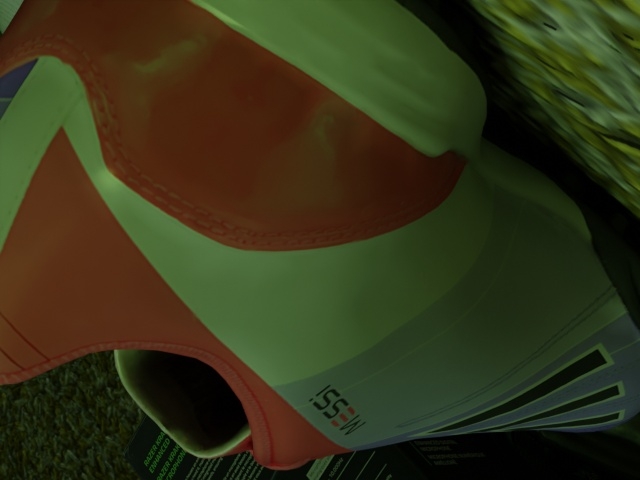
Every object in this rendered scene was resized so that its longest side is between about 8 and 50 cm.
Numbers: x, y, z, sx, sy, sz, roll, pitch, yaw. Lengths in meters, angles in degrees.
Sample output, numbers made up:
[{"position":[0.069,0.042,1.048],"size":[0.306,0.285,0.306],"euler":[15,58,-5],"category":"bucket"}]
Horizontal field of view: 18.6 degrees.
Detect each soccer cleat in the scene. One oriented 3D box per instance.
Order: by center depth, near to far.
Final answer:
[{"position":[0.008,0.011,0.505],"size":[0.108,0.116,0.318],"euler":[35,179,27],"category":"soccer cleat"}]

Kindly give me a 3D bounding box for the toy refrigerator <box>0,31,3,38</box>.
[{"position":[-0.173,-0.086,0.855],"size":[0.094,0.102,0.269],"euler":[5,176,23],"category":"toy refrigerator"}]

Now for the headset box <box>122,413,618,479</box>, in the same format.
[{"position":[0.075,0.138,1.005],"size":[0.246,0.131,0.283],"euler":[5,-148,-47],"category":"headset box"}]

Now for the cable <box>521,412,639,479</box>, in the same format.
[{"position":[0.195,0.097,0.937],"size":[0.287,0.072,0.139],"euler":[24,174,-9],"category":"cable"}]

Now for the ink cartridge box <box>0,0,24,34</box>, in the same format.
[{"position":[-0.084,-0.093,0.727],"size":[0.171,0.056,0.235],"euler":[34,158,48],"category":"ink cartridge box"}]
